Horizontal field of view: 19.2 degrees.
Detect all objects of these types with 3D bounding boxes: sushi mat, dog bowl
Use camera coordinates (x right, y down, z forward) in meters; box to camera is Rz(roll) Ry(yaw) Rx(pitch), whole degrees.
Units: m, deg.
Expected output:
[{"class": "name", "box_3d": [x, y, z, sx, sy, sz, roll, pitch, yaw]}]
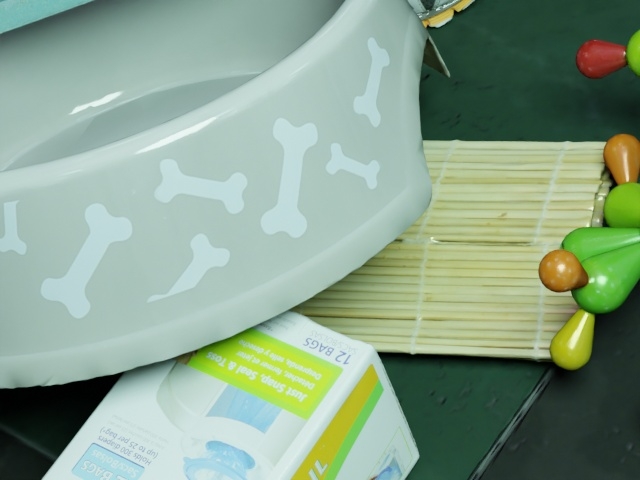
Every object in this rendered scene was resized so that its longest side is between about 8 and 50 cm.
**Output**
[{"class": "sushi mat", "box_3d": [0.000, 0.000, 1.054, 0.316, 0.019, 0.151, 2, 53, 19]}, {"class": "dog bowl", "box_3d": [-0.101, -0.064, 1.003, 0.348, 0.102, 0.349, -15, 27, 8]}]

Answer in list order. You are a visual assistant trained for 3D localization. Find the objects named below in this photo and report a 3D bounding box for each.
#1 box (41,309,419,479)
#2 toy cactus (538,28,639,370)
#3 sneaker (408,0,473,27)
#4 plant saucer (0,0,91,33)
[{"class": "box", "box_3d": [-0.059, 0.136, 0.912, 0.114, 0.103, 0.203, 22, 63, 31]}, {"class": "toy cactus", "box_3d": [0.195, -0.020, 0.928, 0.180, 0.112, 0.219, -13, 55, 29]}, {"class": "sneaker", "box_3d": [0.008, -0.174, 1.146, 0.215, 0.083, 0.084, -8, 50, 10]}, {"class": "plant saucer", "box_3d": [-0.096, -0.162, 1.049, 0.192, 0.018, 0.067, -19, 28, -2]}]
